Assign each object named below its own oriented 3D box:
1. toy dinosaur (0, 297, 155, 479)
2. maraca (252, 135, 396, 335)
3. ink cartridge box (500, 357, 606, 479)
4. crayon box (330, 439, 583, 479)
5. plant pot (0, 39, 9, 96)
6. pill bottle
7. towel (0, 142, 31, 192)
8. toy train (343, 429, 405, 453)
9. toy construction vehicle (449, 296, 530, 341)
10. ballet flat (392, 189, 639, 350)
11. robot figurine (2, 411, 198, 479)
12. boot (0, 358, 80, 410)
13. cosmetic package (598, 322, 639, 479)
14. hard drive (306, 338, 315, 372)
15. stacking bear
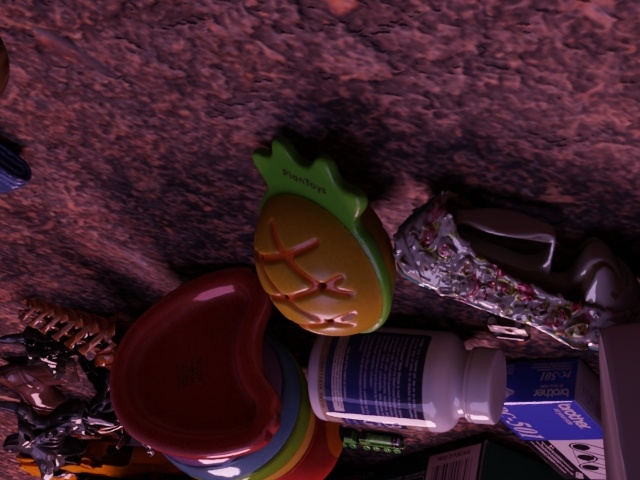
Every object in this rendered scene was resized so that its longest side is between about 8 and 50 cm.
[{"bbox_3d":[-0.208,0.131,1.351,0.218,0.164,0.322,-14,126,20],"label":"toy dinosaur"},{"bbox_3d":[0.000,0.000,0.993,0.127,0.099,0.185,22,142,31],"label":"maraca"},{"bbox_3d":[0.247,0.179,1.280,0.097,0.046,0.207,-6,147,34],"label":"ink cartridge box"},{"bbox_3d":[0.216,0.365,1.598,0.313,0.106,0.363,24,154,-22],"label":"crayon box"},{"bbox_3d":[-0.371,-0.052,0.895,0.237,0.254,0.237,12,154,6],"label":"plant pot"},{"bbox_3d":[0.082,0.128,1.203,0.169,0.094,0.094,3,152,22],"label":"pill bottle"},{"bbox_3d":[-0.298,-0.059,1.096,0.119,0.029,0.067,-13,143,41],"label":"towel"},{"bbox_3d":[0.058,0.232,1.512,0.083,0.017,0.023,3,141,22],"label":"toy train"},{"bbox_3d":[0.161,0.048,1.083,0.098,0.035,0.086,3,147,30],"label":"toy construction vehicle"},{"bbox_3d":[0.171,0.026,0.980,0.241,0.091,0.077,17,129,-14],"label":"ballet flat"},{"bbox_3d":[-0.262,0.280,1.690,0.291,0.085,0.211,0,150,26],"label":"robot figurine"},{"bbox_3d":[-0.316,0.170,1.559,0.114,0.037,0.106,-16,144,38],"label":"boot"},{"bbox_3d":[0.401,0.269,0.991,0.330,0.327,0.393,-8,150,9],"label":"cosmetic package"},{"bbox_3d":[0.054,0.138,1.320,0.135,0.022,0.094,10,154,7],"label":"hard drive"},{"bbox_3d":[-0.068,0.170,1.271,0.164,0.175,0.289,-15,151,16],"label":"stacking bear"}]
